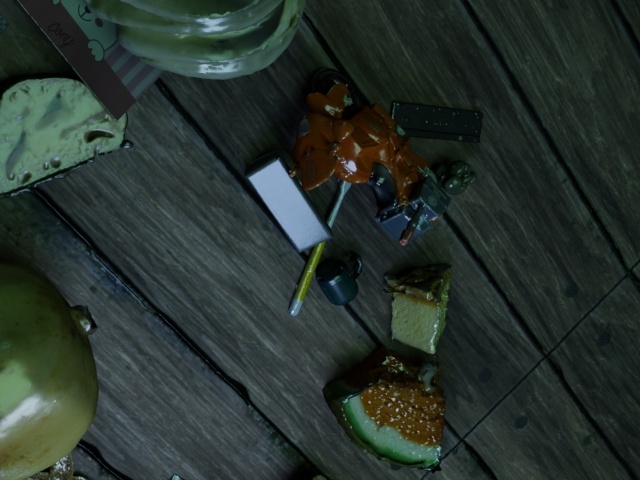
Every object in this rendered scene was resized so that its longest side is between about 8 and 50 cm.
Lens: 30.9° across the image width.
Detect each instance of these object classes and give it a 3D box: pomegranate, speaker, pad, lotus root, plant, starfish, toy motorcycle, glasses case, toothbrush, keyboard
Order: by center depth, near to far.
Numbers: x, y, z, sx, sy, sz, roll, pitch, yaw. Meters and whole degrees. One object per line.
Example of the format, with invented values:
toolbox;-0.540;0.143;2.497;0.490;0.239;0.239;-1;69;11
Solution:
pad;-0.323;-0.348;1.678;0.202;0.005;0.300;-51;123;-24
pomegranate;-0.470;0.193;1.681;0.332;0.332;0.332;-11;114;-25
lotus root;-0.416;-0.163;1.707;0.261;0.074;0.170;-19;117;-20
toy motorcycle;0.076;-0.121;1.914;0.326;0.148;0.221;45;51;-17
starfish;-0.453;0.420;1.947;0.210;0.053;0.150;31;81;-30
glasses case;-0.052;-0.065;1.951;0.072;0.042;0.190;-23;124;17
toothbrush;0.000;0.000;2.029;0.021;0.024;0.288;15;104;-29
speaker;0.043;0.064;2.053;0.094;0.060;0.075;-38;124;-10
keyboard;0.206;-0.209;2.059;0.195;0.018;0.060;3;101;-29
plant;0.204;-0.087;2.074;0.174;0.087;0.085;-36;152;-6

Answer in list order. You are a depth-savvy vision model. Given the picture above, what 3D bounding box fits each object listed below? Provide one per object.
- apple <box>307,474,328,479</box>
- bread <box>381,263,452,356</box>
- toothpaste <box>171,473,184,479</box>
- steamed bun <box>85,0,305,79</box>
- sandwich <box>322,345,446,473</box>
apple;0.012;0.594;2.140;0.163;0.251;0.293;-36;126;18
bread;0.204;0.122;2.145;0.152;0.127;0.147;-20;119;-39
toothpaste;-0.175;0.528;2.132;0.301;0.048;0.075;36;94;-32
steamed bun;-0.147;-0.405;1.638;0.339;0.247;0.352;8;94;-34
sandwich;0.127;0.310;2.175;0.292;0.109;0.212;17;94;-35
